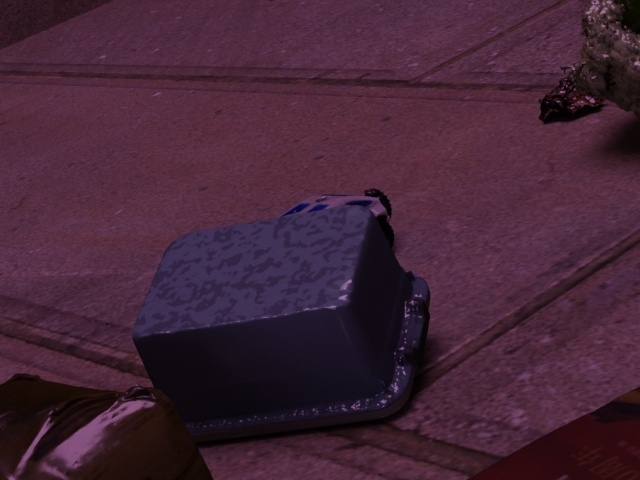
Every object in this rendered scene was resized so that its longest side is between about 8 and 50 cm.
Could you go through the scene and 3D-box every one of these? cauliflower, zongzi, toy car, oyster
[{"bbox_3d":[0.381,-0.238,1.651,0.272,0.250,0.275,-2,20,34],"label":"cauliflower"},{"bbox_3d":[-0.240,0.218,1.134,0.300,0.145,0.274,-43,23,-25],"label":"zongzi"},{"bbox_3d":[0.000,0.000,1.595,0.171,0.070,0.080,-32,23,-35],"label":"toy car"},{"bbox_3d":[0.279,-0.168,1.877,0.086,0.029,0.132,-16,21,5],"label":"oyster"}]

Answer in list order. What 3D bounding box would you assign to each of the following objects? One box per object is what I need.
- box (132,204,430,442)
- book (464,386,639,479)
[{"bbox_3d":[-0.034,0.069,1.346,0.227,0.130,0.162,-10,36,22],"label":"box"},{"bbox_3d":[0.298,0.129,1.052,0.374,0.028,0.262,-24,22,-18],"label":"book"}]
